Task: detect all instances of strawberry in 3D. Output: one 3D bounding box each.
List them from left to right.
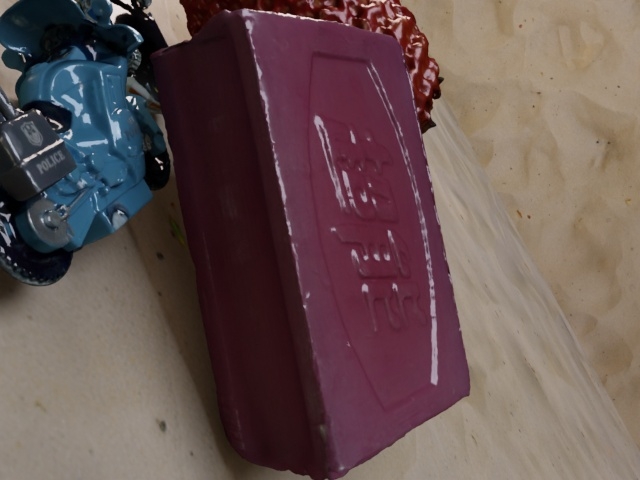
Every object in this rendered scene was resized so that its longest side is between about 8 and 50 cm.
[{"bbox_3d":[-0.032,-0.230,0.883,0.351,0.267,0.312,42,5,-15],"label":"strawberry"}]

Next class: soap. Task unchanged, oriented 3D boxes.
[{"bbox_3d":[0.000,0.000,0.627,0.233,0.128,0.359,-11,90,-50],"label":"soap"}]

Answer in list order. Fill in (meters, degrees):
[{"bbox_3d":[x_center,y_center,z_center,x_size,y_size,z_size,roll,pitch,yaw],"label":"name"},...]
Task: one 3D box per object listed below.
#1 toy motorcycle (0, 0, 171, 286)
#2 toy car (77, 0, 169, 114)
[{"bbox_3d":[-0.196,-0.084,0.517,0.182,0.124,0.272,62,20,-18],"label":"toy motorcycle"},{"bbox_3d":[-0.206,-0.221,0.745,0.095,0.056,0.204,5,53,-62],"label":"toy car"}]
